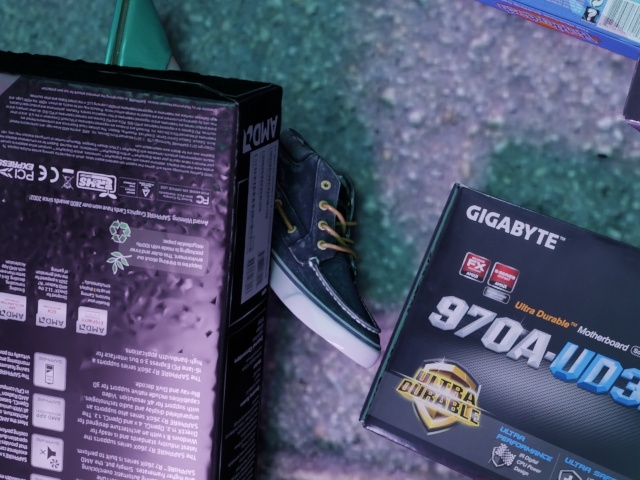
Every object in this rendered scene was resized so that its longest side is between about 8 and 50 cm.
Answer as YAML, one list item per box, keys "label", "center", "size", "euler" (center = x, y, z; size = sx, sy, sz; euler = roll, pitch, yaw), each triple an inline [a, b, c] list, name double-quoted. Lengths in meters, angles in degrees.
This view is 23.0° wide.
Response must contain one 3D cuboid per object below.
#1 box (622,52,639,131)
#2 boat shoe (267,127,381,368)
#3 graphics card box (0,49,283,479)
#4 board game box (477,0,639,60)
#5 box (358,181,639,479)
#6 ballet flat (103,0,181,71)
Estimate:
- label: "box"
  center: [0.323, -0.091, 0.915]
  size: [0.247, 0.163, 0.142]
  euler: [18, 91, 23]
- label: "boat shoe"
  center: [0.000, 0.000, 1.064]
  size: [0.083, 0.065, 0.183]
  euler: [-46, 56, 7]
- label: "graphics card box"
  center: [-0.156, 0.069, 1.038]
  size: [0.232, 0.094, 0.371]
  euler: [8, 106, 17]
- label: "board game box"
  center: [0.193, -0.241, 1.051]
  size: [0.160, 0.047, 0.210]
  euler: [25, 91, 23]
- label: "box"
  center: [0.153, 0.080, 0.997]
  size: [0.220, 0.051, 0.175]
  euler: [22, 90, 31]
- label: "ballet flat"
  center: [-0.129, -0.062, 1.139]
  size: [0.087, 0.083, 0.247]
  euler: [12, 85, -2]
